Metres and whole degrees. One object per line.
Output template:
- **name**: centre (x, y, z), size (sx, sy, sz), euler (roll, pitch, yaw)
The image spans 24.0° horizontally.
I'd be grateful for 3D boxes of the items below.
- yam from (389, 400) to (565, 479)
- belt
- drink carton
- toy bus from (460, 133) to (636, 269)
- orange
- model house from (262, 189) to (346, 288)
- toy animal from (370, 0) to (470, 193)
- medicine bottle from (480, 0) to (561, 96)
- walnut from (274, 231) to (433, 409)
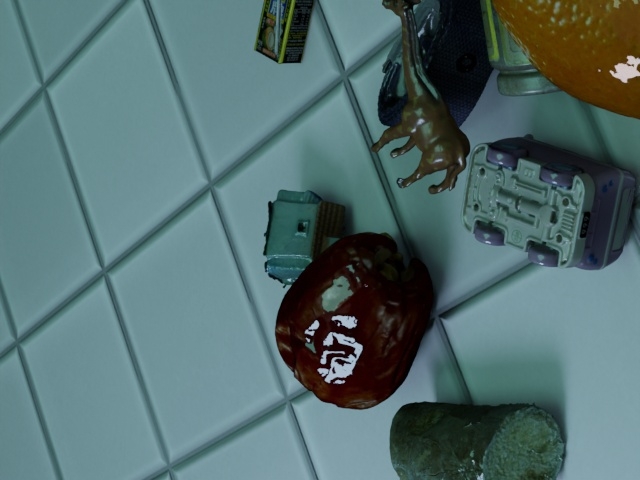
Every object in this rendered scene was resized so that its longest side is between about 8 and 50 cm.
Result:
- **yam**: centre (0.210, 0.303, 2.124), size (0.254, 0.154, 0.154), euler (-4, 94, 48)
- **belt**: centre (0.177, -0.245, 2.082), size (0.140, 0.126, 0.230), euler (-101, 31, -48)
- **drink carton**: centre (-0.053, -0.368, 2.374), size (0.071, 0.056, 0.166), euler (31, 119, 39)
- **toy bus**: centre (0.294, -0.050, 1.962), size (0.202, 0.142, 0.142), euler (24, 114, 44)
- **orange**: centre (0.390, -0.338, 1.663), size (0.424, 0.326, 0.424), euler (18, 123, 30)
- **model house**: centre (0.000, 0.000, 2.355), size (0.148, 0.119, 0.148), euler (5, 77, 25)
- **toy animal**: centre (0.127, -0.188, 1.995), size (0.224, 0.066, 0.230), euler (50, 142, 15)
- **medicine bottle**: centre (0.271, -0.353, 1.906), size (0.151, 0.151, 0.323), euler (3, 106, 49)
- **walnut**: centre (0.060, 0.106, 2.234), size (0.221, 0.244, 0.269), euler (32, 121, -4)
